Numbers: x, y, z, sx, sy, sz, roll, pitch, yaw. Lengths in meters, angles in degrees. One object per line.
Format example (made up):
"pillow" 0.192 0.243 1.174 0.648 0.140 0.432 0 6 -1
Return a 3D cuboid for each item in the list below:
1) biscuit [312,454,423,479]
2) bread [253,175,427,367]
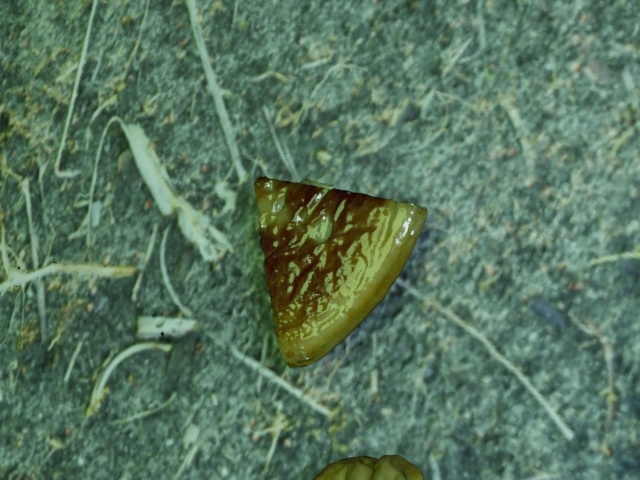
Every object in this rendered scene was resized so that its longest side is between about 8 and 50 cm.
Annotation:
"biscuit" 0.017 0.264 0.992 0.203 0.041 0.260 31 106 57
"bread" 0.021 0.003 1.107 0.136 0.054 0.154 -25 67 27
